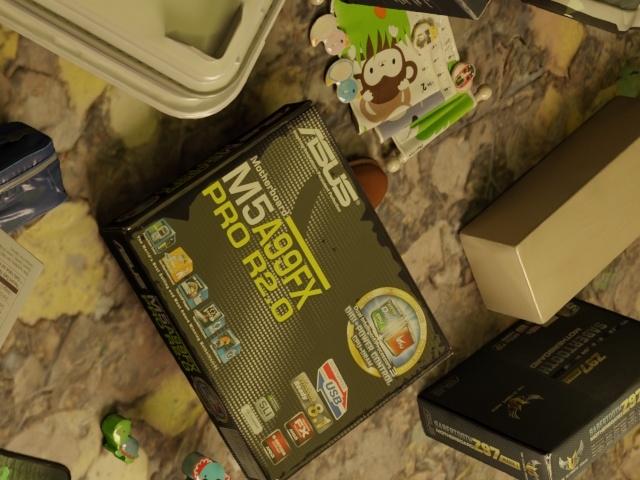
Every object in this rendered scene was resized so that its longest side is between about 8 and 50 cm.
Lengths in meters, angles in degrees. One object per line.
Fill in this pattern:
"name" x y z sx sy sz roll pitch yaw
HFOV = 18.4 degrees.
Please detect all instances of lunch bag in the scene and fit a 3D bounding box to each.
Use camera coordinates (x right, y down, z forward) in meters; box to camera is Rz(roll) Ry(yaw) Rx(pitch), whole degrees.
"lunch bag" -0.257 -0.050 1.566 0.098 0.067 0.065 -33 127 -31

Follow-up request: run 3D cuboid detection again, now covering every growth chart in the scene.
"growth chart" 0.073 -0.180 1.882 0.172 0.021 0.237 -43 131 -23

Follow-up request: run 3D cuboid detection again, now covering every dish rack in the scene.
"dish rack" -0.116 -0.289 1.531 0.285 0.072 0.333 28 84 -22

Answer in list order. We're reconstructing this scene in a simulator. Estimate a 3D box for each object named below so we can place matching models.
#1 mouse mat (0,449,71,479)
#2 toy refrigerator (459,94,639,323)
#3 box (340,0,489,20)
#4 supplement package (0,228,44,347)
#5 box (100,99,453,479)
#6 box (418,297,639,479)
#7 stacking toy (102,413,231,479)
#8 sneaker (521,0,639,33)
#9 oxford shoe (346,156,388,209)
"mouse mat" -0.299 0.269 1.698 0.152 0.007 0.190 22 91 -48
"toy refrigerator" 0.272 -0.037 2.090 0.269 0.094 0.102 -40 124 -28
"box" 0.082 -0.286 1.698 0.108 0.207 0.153 40 75 -33
"supplement package" -0.371 0.068 1.374 0.198 0.199 0.263 45 64 -46
"box" -0.035 0.046 1.744 0.216 0.060 0.270 -34 104 -22
"box" 0.246 0.154 2.072 0.232 0.183 0.059 -34 128 -31
"stacking toy" -0.084 0.233 1.782 0.052 0.167 0.221 -56 135 -13
"sneaker" 0.321 -0.304 2.001 0.295 0.123 0.178 -7 116 -52
"oxford shoe" 0.000 0.000 1.841 0.212 0.076 0.076 -43 130 -27
